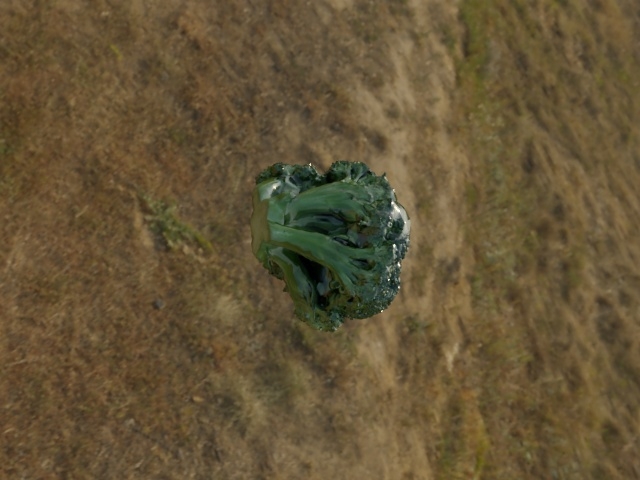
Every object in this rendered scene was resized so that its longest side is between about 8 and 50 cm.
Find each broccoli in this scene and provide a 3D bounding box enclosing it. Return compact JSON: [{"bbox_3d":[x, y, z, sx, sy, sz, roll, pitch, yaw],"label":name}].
[{"bbox_3d":[0.000,0.000,1.239,0.245,0.265,0.294,18,15,-33],"label":"broccoli"}]
